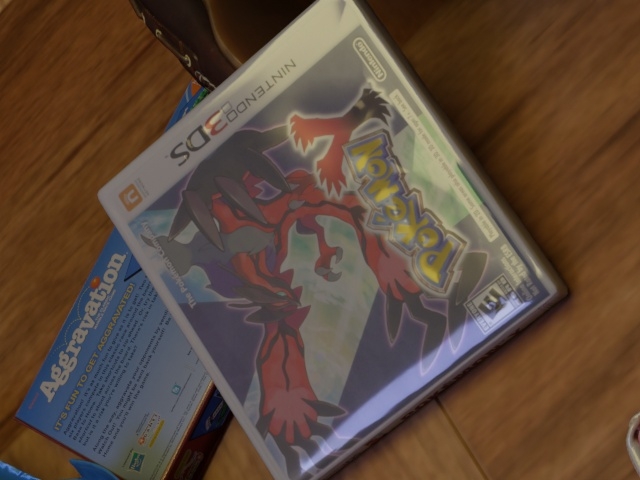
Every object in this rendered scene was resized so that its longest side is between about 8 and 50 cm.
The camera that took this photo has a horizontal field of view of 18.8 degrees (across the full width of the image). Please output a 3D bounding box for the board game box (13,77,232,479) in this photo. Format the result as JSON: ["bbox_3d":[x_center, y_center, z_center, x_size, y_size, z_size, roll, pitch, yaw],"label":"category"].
[{"bbox_3d":[-0.066,0.003,1.117,0.145,0.027,0.281,21,81,45],"label":"board game box"}]

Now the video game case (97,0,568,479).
[{"bbox_3d":[0.000,0.000,0.999,0.183,0.023,0.201,-39,73,19],"label":"video game case"}]

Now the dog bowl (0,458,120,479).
[{"bbox_3d":[-0.177,0.200,1.071,0.297,0.074,0.166,5,70,45],"label":"dog bowl"}]

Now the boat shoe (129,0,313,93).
[{"bbox_3d":[-0.049,-0.118,1.108,0.207,0.073,0.073,53,142,37],"label":"boat shoe"}]

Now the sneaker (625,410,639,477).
[{"bbox_3d":[0.167,0.067,0.836,0.051,0.070,0.134,-18,54,37],"label":"sneaker"}]
